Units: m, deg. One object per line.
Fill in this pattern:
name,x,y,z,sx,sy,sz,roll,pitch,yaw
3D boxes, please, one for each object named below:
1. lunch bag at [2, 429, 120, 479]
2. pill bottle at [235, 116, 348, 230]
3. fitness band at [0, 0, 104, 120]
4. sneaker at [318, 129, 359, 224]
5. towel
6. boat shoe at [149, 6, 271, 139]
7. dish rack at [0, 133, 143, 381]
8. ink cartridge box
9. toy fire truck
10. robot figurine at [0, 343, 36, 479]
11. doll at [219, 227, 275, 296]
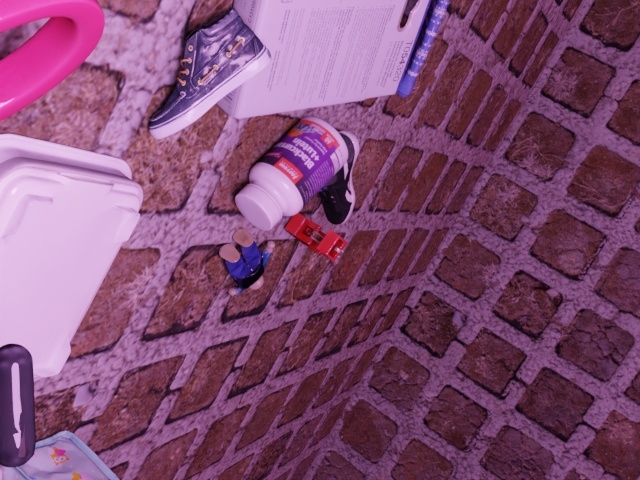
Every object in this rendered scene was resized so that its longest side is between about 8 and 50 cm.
lunch bag,-0.380,0.455,1.158,0.223,0.262,0.160,-62,160,13
pill bottle,-0.051,-0.109,1.290,0.193,0.108,0.108,-48,159,-25
fitness band,-0.304,-0.122,0.592,0.291,0.054,0.209,-33,-178,-16
sneaker,0.006,-0.103,1.501,0.121,0.079,0.216,-36,144,-38
towel,0.198,-0.432,1.344,0.243,0.040,0.335,-80,-169,-63
boat shoe,-0.157,-0.209,0.964,0.183,0.083,0.065,-36,-154,4
dish rack,-0.344,0.050,0.903,0.332,0.072,0.285,-61,160,9
ink cartridge box,0.026,-0.340,1.074,0.330,0.071,0.324,-18,138,-41
toy fire truck,0.000,0.000,1.540,0.047,0.135,0.192,-56,160,-3
robot figurine,-0.383,0.147,0.698,0.174,0.209,0.278,-4,89,-47
doll,-0.132,0.046,1.433,0.129,0.046,0.189,-50,159,-17
